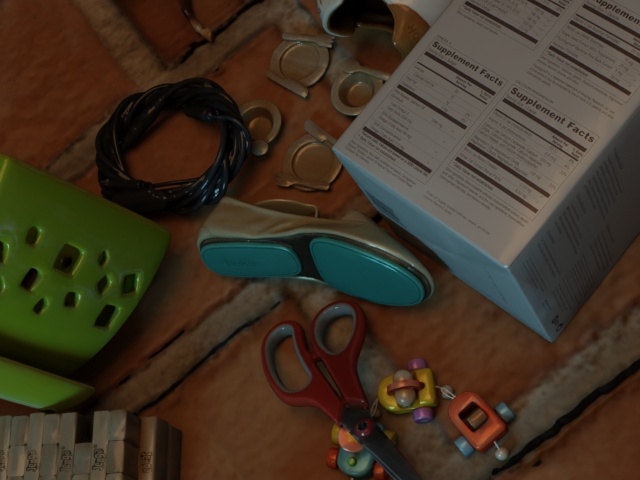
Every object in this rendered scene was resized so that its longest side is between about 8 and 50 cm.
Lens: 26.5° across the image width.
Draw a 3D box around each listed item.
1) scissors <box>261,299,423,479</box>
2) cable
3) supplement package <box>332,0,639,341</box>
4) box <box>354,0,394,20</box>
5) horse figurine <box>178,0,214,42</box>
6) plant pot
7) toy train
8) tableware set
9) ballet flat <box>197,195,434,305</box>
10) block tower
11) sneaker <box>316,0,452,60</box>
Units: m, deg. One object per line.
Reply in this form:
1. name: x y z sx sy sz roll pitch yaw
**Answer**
1. scissors: 0.024 0.161 1.183 0.109 0.021 0.297 -29 43 5
2. cable: -0.147 -0.097 1.384 0.185 0.047 0.150 -9 59 27
3. supplement package: 0.188 -0.093 1.179 0.198 0.199 0.262 36 84 28
4. box: 0.123 -0.241 1.352 0.179 0.043 0.105 34 83 30
5. horse figurine: -0.119 -0.339 1.464 0.174 0.066 0.263 39 88 22
6. plant pot: -0.315 0.034 1.280 0.228 0.227 0.207 12 79 39
7. toy train: 0.081 0.172 1.198 0.166 0.046 0.125 -37 62 2
8. tableware set: -0.015 -0.133 1.369 0.141 0.020 0.168 27 79 26
9. ballet flat: 0.000 0.000 1.282 0.248 0.086 0.086 10 73 24
10. block tower: -0.305 0.220 1.290 0.336 0.091 0.097 -6 66 16
11. sneaker: 0.011 -0.281 1.325 0.123 0.106 0.290 -47 62 -5
